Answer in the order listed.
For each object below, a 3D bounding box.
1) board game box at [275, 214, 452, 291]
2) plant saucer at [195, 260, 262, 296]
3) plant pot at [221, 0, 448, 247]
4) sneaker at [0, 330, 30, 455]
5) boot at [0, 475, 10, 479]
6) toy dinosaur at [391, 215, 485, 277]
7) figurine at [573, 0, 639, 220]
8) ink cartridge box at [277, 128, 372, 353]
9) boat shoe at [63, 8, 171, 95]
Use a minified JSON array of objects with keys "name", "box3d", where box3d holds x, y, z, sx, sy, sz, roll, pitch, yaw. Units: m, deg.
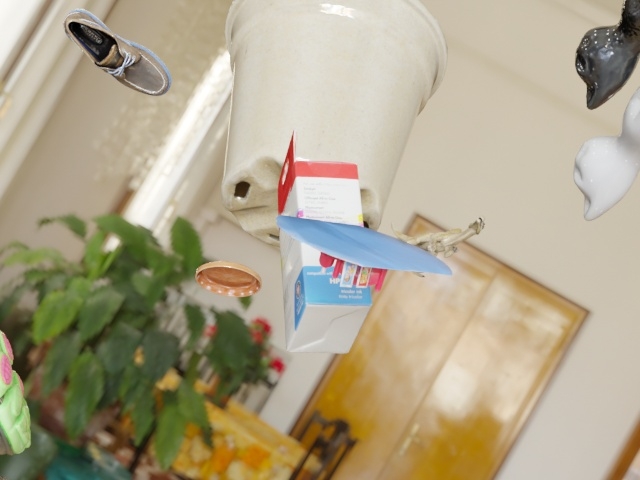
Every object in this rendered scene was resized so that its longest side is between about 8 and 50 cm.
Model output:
[{"name":"board game box","box3d":[0.034,0.018,1.109,0.169,0.033,0.133,7,15,-41]},{"name":"plant saucer","box3d":[-0.114,0.047,1.511,0.083,0.013,0.083,5,-29,3]},{"name":"plant pot","box3d":[-0.004,-0.162,1.711,0.334,0.305,0.334,8,-33,6]},{"name":"sneaker","box3d":[-0.549,0.225,1.688,0.202,0.185,0.483,-20,9,-35]},{"name":"boot","box3d":[-0.355,0.293,1.258,0.045,0.099,0.121,39,-7,44]},{"name":"toy dinosaur","box3d":[0.149,0.006,1.654,0.183,0.092,0.053,-6,-66,48]},{"name":"figurine","box3d":[0.293,-0.141,1.080,0.092,0.215,0.209,19,-31,-17]},{"name":"ink cartridge box","box3d":[0.000,0.000,1.402,0.078,0.231,0.134,2,-29,-11]},{"name":"boat shoe","box3d":[-0.304,-0.270,1.790,0.183,0.066,0.066,32,15,-11]}]
